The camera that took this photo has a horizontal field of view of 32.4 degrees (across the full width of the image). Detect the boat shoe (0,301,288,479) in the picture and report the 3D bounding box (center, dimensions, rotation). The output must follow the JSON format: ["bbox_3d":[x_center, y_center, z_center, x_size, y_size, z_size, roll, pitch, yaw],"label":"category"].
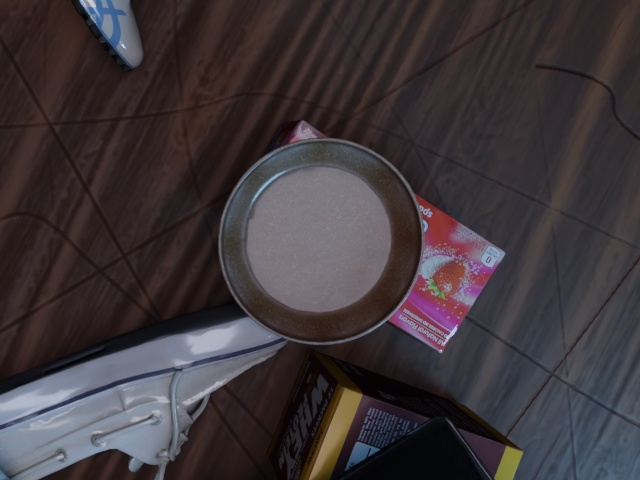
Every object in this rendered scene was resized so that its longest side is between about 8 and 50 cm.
[{"bbox_3d":[-0.184,0.179,1.113,0.367,0.136,0.156,-20,97,-6],"label":"boat shoe"}]

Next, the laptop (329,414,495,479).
[{"bbox_3d":[0.124,0.395,1.106,0.382,0.236,0.408,-36,145,24],"label":"laptop"}]

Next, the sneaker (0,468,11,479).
[{"bbox_3d":[-0.406,0.191,0.938,0.178,0.295,0.124,45,101,14],"label":"sneaker"}]

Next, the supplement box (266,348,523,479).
[{"bbox_3d":[0.068,0.219,1.135,0.194,0.191,0.129,21,91,-12],"label":"supplement box"}]

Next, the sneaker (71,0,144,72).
[{"bbox_3d":[-0.221,-0.286,1.097,0.086,0.085,0.237,-21,99,-4],"label":"sneaker"}]

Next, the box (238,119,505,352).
[{"bbox_3d":[0.043,-0.005,1.149,0.257,0.122,0.128,33,89,-12],"label":"box"}]

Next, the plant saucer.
[{"bbox_3d":[0.000,0.000,1.060,0.199,0.036,0.198,-1,96,-8],"label":"plant saucer"}]
